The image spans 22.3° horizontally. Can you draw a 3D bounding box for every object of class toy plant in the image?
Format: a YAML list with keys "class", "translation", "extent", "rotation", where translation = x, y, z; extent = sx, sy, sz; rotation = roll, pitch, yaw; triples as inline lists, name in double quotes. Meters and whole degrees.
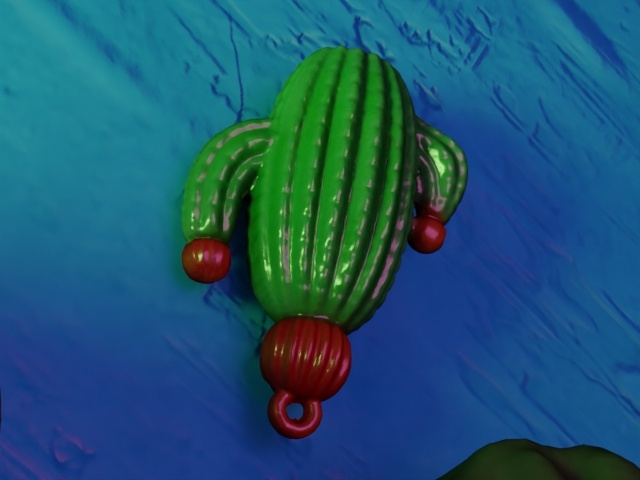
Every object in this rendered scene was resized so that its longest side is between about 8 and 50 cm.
- class: "toy plant"
  translation: [-0.008, -0.012, 0.985]
  extent: [0.154, 0.088, 0.240]
  rotation: [39, 62, -3]

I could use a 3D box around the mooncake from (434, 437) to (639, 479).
- class: "mooncake"
  translation: [0.124, 0.286, 0.849]
  extent: [0.356, 0.194, 0.356]
  rotation: [22, 47, -26]
